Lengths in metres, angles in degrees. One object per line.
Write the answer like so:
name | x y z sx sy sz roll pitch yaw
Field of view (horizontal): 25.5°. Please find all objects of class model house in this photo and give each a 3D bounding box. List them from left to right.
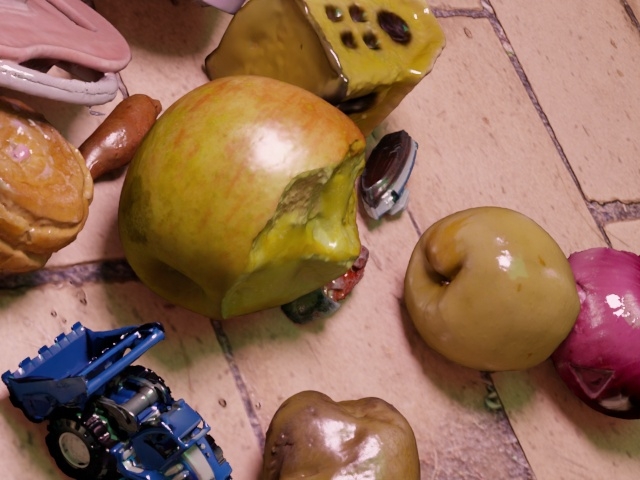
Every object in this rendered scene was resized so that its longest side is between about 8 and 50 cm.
model house | 0.018 -0.205 1.627 0.234 0.193 0.175 -20 71 -44

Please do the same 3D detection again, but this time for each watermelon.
watermelon | 0.000 0.000 1.558 0.139 0.071 0.187 4 58 -41

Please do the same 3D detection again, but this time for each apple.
apple | -0.076 -0.031 1.392 0.246 0.246 0.226 41 54 -7
apple | 0.191 0.058 1.583 0.200 0.200 0.200 20 50 -26

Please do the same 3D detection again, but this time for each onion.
onion | 0.357 0.122 1.676 0.207 0.200 0.201 65 17 -55

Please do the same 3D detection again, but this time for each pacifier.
pacifier | -0.311 -0.252 1.370 0.332 0.220 0.273 -2 91 -60

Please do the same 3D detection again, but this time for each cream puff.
cream puff | -0.310 -0.049 1.303 0.189 0.129 0.189 33 28 -20

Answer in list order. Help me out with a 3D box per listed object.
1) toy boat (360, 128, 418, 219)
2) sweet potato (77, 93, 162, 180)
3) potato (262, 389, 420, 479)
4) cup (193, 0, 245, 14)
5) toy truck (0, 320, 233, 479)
toy boat | 0.084 -0.070 1.683 0.066 0.059 0.140 58 36 -28
sweet potato | -0.219 -0.097 1.466 0.056 0.056 0.195 43 47 -4
potato | 0.022 0.238 1.358 0.154 0.137 0.200 -4 58 -5
cup | -0.105 -0.451 1.549 0.253 0.371 0.253 35 13 -9
toy truck | -0.173 0.160 1.263 0.208 0.126 0.113 49 44 2
